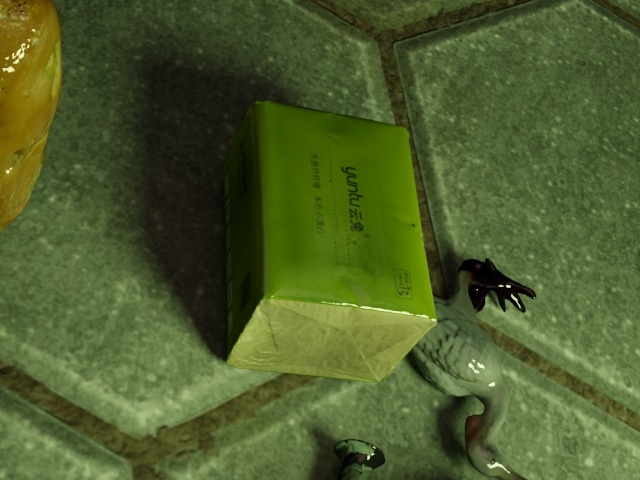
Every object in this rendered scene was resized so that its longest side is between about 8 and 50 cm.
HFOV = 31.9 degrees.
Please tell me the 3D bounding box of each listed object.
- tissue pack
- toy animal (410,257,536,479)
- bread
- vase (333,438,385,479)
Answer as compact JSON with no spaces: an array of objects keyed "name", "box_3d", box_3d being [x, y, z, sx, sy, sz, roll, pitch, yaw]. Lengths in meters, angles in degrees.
[{"name":"tissue pack","box_3d":[0.000,0.000,1.283,0.200,0.167,0.274,9,54,-19]},{"name":"toy animal","box_3d":[0.171,0.138,1.310,0.195,0.090,0.324,14,50,-15]},{"name":"bread","box_3d":[-0.429,-0.153,1.093,0.337,0.328,0.148,23,48,-10]},{"name":"vase","box_3d":[0.022,0.287,1.155,0.059,0.059,0.167,25,49,-6]}]
